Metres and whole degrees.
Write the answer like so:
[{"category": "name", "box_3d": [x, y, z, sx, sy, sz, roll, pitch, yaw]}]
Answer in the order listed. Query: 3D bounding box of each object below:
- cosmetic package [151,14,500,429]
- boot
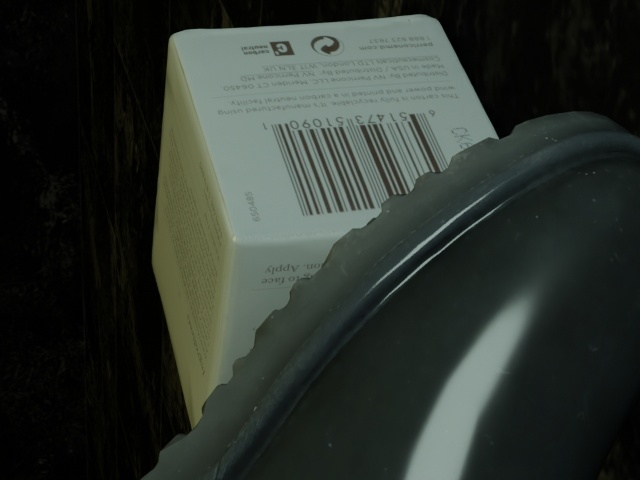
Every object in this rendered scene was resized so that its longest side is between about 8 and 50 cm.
[{"category": "cosmetic package", "box_3d": [0.000, 0.000, 0.735, 0.183, 0.151, 0.151, 103, 155, -46]}, {"category": "boot", "box_3d": [0.103, 0.200, 0.384, 0.445, 0.367, 0.146, 44, 178, 43]}]
